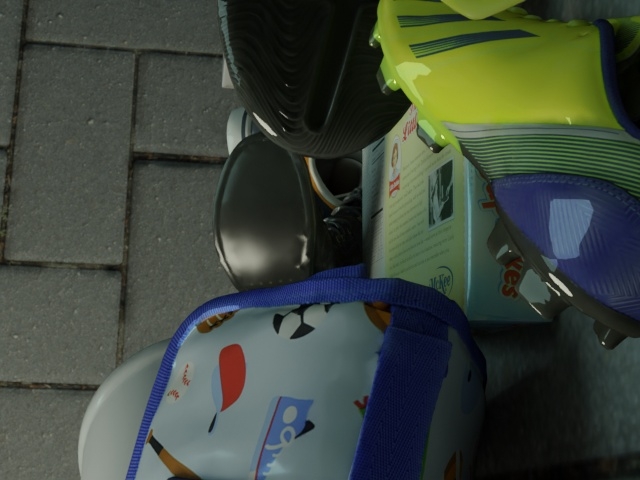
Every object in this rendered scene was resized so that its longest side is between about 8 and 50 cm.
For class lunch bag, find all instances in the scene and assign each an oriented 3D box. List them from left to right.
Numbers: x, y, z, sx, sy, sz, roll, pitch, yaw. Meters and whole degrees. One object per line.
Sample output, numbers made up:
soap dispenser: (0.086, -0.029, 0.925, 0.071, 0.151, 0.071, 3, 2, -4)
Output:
lunch bag: (-0.021, 0.221, 0.661, 0.385, 0.239, 0.327, 118, 166, -68)

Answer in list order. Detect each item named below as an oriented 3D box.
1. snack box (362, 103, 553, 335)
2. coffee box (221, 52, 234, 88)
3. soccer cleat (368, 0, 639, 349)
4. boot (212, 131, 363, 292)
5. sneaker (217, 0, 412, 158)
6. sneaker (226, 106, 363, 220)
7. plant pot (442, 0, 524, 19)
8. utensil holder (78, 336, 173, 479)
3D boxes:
snack box: (0.088, -0.020, 0.764, 0.322, 0.060, 0.187, 138, 133, -78)
coffee box: (-0.050, -0.362, 1.439, 0.119, 0.168, 0.297, 109, 163, -60)
soccer cleat: (0.111, -0.072, 0.500, 0.121, 0.093, 0.289, -52, 35, 21)
boot: (0.000, 0.000, 0.938, 0.229, 0.091, 0.262, -46, -47, -58)
sneaker: (0.037, -0.258, 0.765, 0.257, 0.169, 0.447, 76, -158, -81)
sneaker: (0.007, -0.009, 1.120, 0.126, 0.128, 0.321, -76, -28, -51)
plant pot: (0.064, -0.239, 0.283, 0.227, 0.228, 0.207, -24, 46, 38)
utensil holder: (-0.121, 0.333, 1.164, 0.385, 0.328, 0.327, -115, 29, -67)
